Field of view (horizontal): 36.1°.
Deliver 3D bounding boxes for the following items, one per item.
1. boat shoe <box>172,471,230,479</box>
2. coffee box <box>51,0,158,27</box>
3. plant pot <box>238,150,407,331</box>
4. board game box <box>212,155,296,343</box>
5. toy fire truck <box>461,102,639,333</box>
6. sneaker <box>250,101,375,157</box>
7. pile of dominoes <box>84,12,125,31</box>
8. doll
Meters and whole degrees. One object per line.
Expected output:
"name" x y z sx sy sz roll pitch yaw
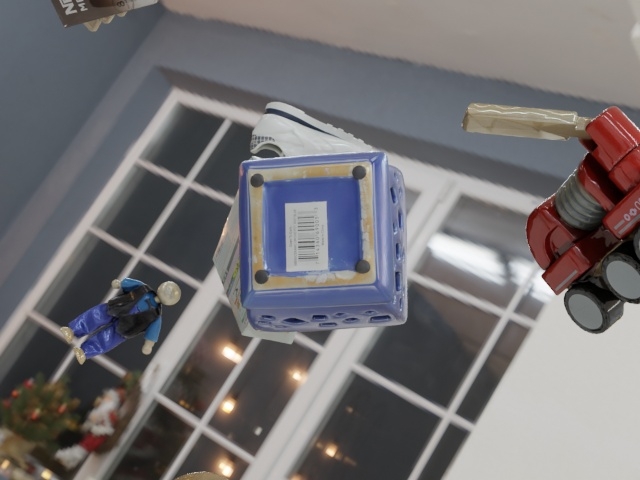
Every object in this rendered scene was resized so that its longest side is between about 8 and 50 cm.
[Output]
"boat shoe" -0.030 0.366 0.922 0.342 0.123 0.123 47 19 -16
"coffee box" -0.354 -0.485 1.445 0.168 0.119 0.297 -9 -56 17
"plant pot" 0.000 0.000 1.357 0.236 0.236 0.212 -3 -10 6
"board game box" -0.091 0.009 1.736 0.097 0.224 0.303 14 20 -20
"toy fire truck" 0.258 -0.047 0.985 0.246 0.158 0.217 51 -28 13
"sneaker" -0.004 -0.150 1.691 0.235 0.095 0.090 23 -15 1
"pile of dominoes" -0.335 -0.475 1.638 0.251 0.196 0.040 -22 -2 30
"doll" -0.303 0.123 1.537 0.129 0.189 0.046 59 -9 6
